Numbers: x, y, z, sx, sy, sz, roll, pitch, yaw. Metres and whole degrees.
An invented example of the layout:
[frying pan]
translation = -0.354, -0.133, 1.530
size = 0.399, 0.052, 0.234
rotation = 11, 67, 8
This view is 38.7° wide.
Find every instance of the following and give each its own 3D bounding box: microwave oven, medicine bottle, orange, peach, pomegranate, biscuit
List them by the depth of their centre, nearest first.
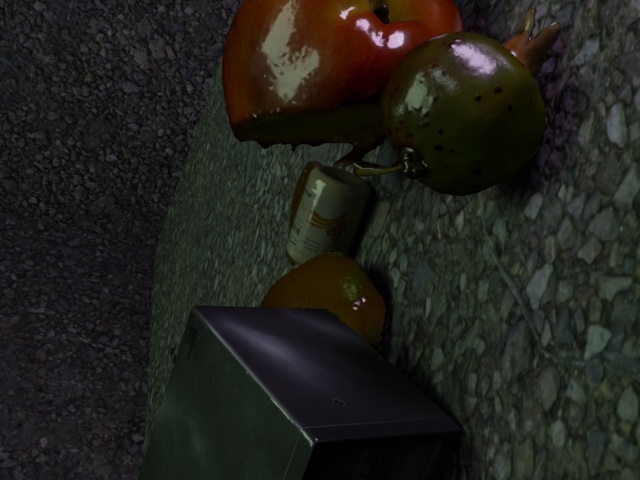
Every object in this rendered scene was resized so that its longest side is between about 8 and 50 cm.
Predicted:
[pomegranate]
translation = 0.184, -0.171, 1.071
size = 0.246, 0.198, 0.198
rotation = -50, 26, 17
[microwave oven]
translation = -0.069, 0.343, 1.207
size = 0.374, 0.236, 0.432
rotation = 39, 116, 45
[peach]
translation = 0.033, -0.275, 1.342
size = 0.406, 0.335, 0.310
rotation = 168, 110, -70
[orange]
translation = -0.015, 0.181, 1.473
size = 0.262, 0.196, 0.334
rotation = 43, 112, 55
[medicine bottle]
translation = 0.000, 0.000, 1.617
size = 0.114, 0.114, 0.252
rotation = -116, 41, -63
[biscuit]
translation = -0.017, -0.055, 1.814
size = 0.181, 0.049, 0.208
rotation = 143, 137, -64
